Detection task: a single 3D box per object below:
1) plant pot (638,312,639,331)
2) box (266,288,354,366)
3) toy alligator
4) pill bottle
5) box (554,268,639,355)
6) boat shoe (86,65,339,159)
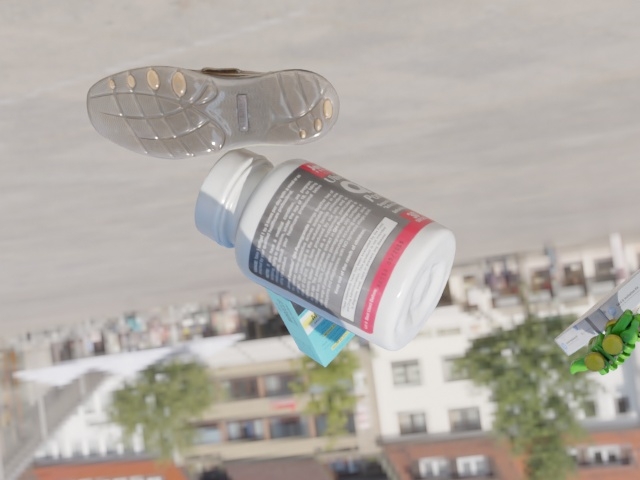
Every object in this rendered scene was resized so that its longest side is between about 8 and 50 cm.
[{"bbox_3d":[0.643,0.123,2.016,0.280,0.323,0.323,26,177,1],"label":"plant pot"},{"bbox_3d":[-0.014,0.076,1.975,0.060,0.100,0.244,31,159,35],"label":"box"},{"bbox_3d":[0.430,0.139,1.914,0.190,0.051,0.056,-51,-176,31],"label":"toy alligator"},{"bbox_3d":[0.000,0.000,1.753,0.318,0.176,0.176,26,-171,20],"label":"pill bottle"},{"bbox_3d":[0.449,0.099,2.057,0.145,0.038,0.186,-37,171,-20],"label":"box"},{"bbox_3d":[-0.139,-0.168,1.754,0.324,0.123,0.116,3,-171,-1],"label":"boat shoe"}]
